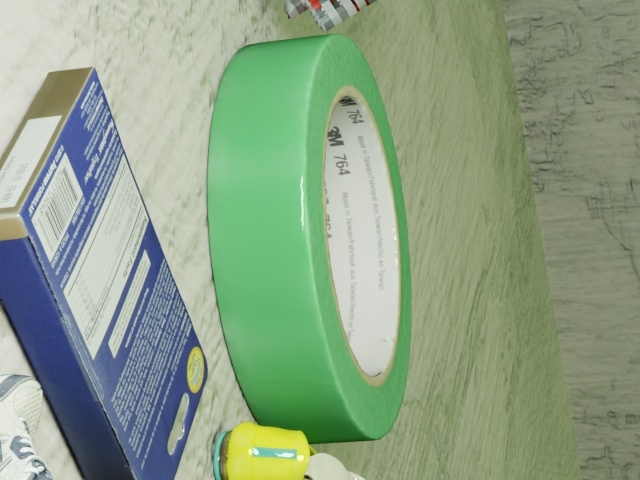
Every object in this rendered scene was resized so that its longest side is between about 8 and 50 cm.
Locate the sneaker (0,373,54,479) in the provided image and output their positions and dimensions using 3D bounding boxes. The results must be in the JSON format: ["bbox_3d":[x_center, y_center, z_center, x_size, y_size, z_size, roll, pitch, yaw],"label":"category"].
[{"bbox_3d":[-0.143,0.114,0.726,0.135,0.058,0.052,-78,157,-49],"label":"sneaker"}]

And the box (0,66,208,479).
[{"bbox_3d":[-0.121,0.035,0.873,0.136,0.037,0.225,-75,153,-50],"label":"box"}]

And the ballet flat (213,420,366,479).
[{"bbox_3d":[-0.006,0.186,1.154,0.231,0.077,0.077,54,33,-62],"label":"ballet flat"}]

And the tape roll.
[{"bbox_3d":[0.000,0.000,1.246,0.321,0.077,0.321,-5,90,-75],"label":"tape roll"}]

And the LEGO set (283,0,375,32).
[{"bbox_3d":[-0.019,-0.322,1.210,0.255,0.192,0.331,59,2,24],"label":"LEGO set"}]
